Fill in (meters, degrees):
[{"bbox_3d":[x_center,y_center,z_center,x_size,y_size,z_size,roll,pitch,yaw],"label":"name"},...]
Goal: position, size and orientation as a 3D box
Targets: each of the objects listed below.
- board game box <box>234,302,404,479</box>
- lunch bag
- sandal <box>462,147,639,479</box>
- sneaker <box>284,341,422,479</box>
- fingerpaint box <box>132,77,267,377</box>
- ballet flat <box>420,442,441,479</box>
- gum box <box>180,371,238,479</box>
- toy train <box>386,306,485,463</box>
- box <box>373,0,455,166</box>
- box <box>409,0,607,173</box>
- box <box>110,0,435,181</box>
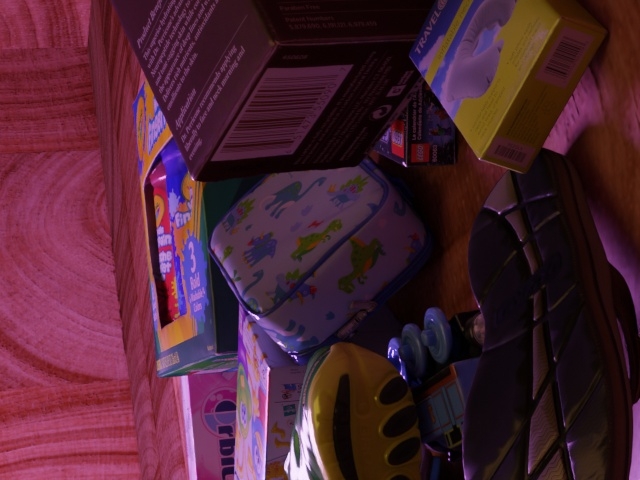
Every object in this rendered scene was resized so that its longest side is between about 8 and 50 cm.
[{"bbox_3d":[-0.001,0.204,1.338,0.142,0.144,0.275,-123,33,-63],"label":"board game box"},{"bbox_3d":[0.000,0.000,1.254,0.090,0.176,0.219,46,-178,-27],"label":"lunch bag"},{"bbox_3d":[0.153,0.064,0.851,0.120,0.086,0.303,-41,31,39],"label":"sandal"},{"bbox_3d":[0.032,0.218,1.101,0.123,0.109,0.296,-129,37,-72],"label":"sneaker"},{"bbox_3d":[-0.108,-0.039,1.644,0.445,0.163,0.371,152,114,-74],"label":"fingerpaint box"},{"bbox_3d":[0.024,0.349,1.256,0.139,0.139,0.400,-117,26,-56],"label":"ballet flat"},{"bbox_3d":[-0.127,0.241,1.895,0.062,0.107,0.188,149,117,-74],"label":"gum box"},{"bbox_3d":[0.104,0.108,1.052,0.184,0.080,0.105,128,130,-68],"label":"toy train"},{"bbox_3d":[0.058,-0.161,1.216,0.233,0.044,0.159,-142,50,-70],"label":"box"},{"bbox_3d":[0.118,-0.136,0.946,0.109,0.042,0.178,-63,28,24],"label":"box"},{"bbox_3d":[-0.037,-0.178,1.095,0.168,0.167,0.203,-52,55,46],"label":"box"}]
